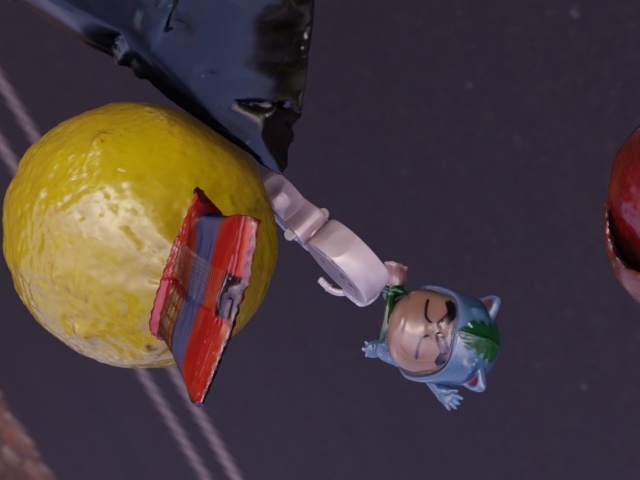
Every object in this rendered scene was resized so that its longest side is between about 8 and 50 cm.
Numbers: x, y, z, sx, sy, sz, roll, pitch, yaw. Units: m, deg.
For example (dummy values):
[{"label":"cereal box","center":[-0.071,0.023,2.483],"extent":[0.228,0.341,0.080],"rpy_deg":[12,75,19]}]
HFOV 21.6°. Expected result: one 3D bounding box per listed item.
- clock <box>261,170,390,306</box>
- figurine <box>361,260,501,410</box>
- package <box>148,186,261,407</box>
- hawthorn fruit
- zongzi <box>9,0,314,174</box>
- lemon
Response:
[{"label":"clock","center":[0.000,0.000,1.280],"extent":[0.129,0.041,0.087],"rpy_deg":[42,170,20]},{"label":"figurine","center":[0.095,0.092,1.695],"extent":[0.144,0.114,0.178],"rpy_deg":[30,165,-24]},{"label":"package","center":[-0.057,0.021,0.788],"extent":[0.022,0.083,0.200],"rpy_deg":[13,-177,-12]},{"label":"hawthorn fruit","center":[0.254,-0.030,1.098],"extent":[0.148,0.148,0.172],"rpy_deg":[23,140,40]},{"label":"zongzi","center":[-0.092,-0.279,1.041],"extent":[0.383,0.362,0.319],"rpy_deg":[33,-155,-5]},{"label":"lemon","center":[-0.130,-0.004,1.214],"extent":[0.192,0.192,0.231],"rpy_deg":[53,164,-31]}]
